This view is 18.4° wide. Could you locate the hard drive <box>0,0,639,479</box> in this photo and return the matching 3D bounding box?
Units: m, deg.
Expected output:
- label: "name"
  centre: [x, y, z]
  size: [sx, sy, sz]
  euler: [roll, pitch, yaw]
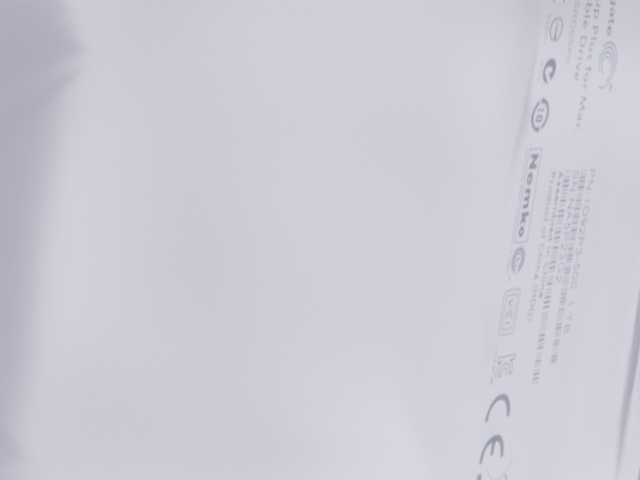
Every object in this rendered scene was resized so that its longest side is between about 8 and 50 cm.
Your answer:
- label: "hard drive"
  centre: [0.000, 0.000, 0.439]
  size: [0.040, 0.307, 0.203]
  euler: [15, -78, 34]
